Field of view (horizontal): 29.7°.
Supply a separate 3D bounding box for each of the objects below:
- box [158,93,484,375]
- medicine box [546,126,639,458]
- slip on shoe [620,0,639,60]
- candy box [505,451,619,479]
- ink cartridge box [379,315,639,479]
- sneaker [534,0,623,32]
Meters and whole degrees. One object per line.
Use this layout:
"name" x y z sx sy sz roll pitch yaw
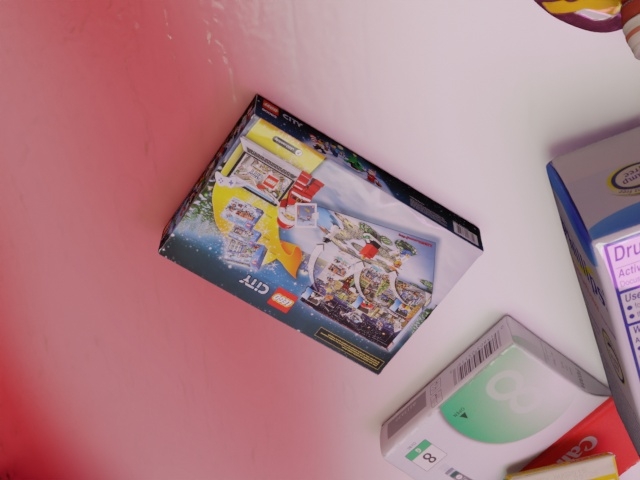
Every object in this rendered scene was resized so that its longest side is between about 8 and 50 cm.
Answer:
"box" 0.000 0.000 1.043 0.233 0.044 0.159 30 117 -16
"medicine box" 0.357 0.039 0.983 0.263 0.149 0.289 -19 118 5
"slip on shoe" 0.374 -0.218 0.870 0.331 0.123 0.101 -14 82 2
"candy box" 0.248 0.312 1.140 0.105 0.027 0.205 -12 88 -4
"ink cartridge box" 0.198 0.196 1.152 0.225 0.056 0.181 36 115 -16
"sneaker" 0.167 -0.209 0.892 0.185 0.084 0.069 35 116 -17
